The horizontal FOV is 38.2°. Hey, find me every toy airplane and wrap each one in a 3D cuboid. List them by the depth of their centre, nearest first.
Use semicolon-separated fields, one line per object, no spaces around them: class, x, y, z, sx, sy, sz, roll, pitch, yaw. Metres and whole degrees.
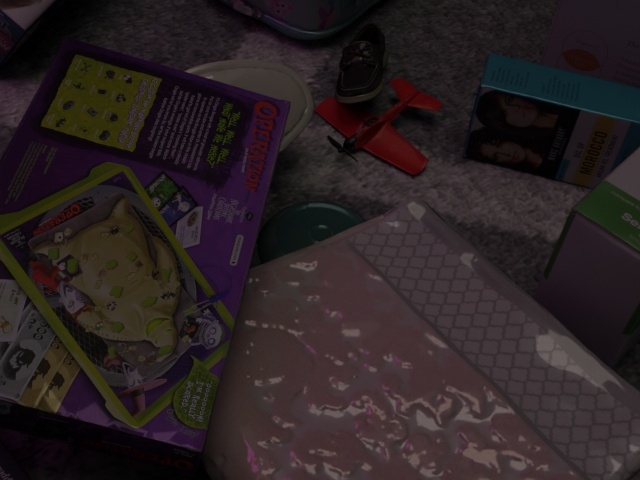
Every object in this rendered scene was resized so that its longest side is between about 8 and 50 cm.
toy airplane;0.072;-0.130;1.000;0.151;0.028;0.151;3;46;-3

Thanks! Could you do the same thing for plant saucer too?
plant saucer;0.000;0.000;0.876;0.119;0.021;0.119;3;47;-3

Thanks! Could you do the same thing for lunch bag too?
lunch bag;-0.008;-0.363;1.153;0.224;0.108;0.279;33;53;18

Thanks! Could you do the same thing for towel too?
towel;0.059;0.119;0.718;0.317;0.053;0.332;-25;53;-26

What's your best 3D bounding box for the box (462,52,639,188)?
box;0.279;-0.111;0.957;0.244;0.100;0.060;15;48;7

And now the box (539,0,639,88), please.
box;0.377;-0.278;0.956;0.215;0.345;0.168;23;49;14

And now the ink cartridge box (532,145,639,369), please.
ink cartridge box;0.291;-0.004;0.818;0.092;0.160;0.219;38;55;24

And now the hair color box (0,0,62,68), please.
hair color box;-0.339;-0.365;1.066;0.174;0.105;0.347;41;46;-19

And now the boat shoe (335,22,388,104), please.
boat shoe;0.044;-0.198;1.027;0.056;0.049;0.152;-4;31;12

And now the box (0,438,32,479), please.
box;-0.309;0.180;0.622;0.184;0.103;0.261;-34;59;-28

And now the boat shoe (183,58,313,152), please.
boat shoe;-0.147;-0.087;0.883;0.305;0.091;0.109;-27;90;-26

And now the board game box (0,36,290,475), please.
board game box;-0.153;-0.007;0.715;0.208;0.056;0.347;13;50;-2
